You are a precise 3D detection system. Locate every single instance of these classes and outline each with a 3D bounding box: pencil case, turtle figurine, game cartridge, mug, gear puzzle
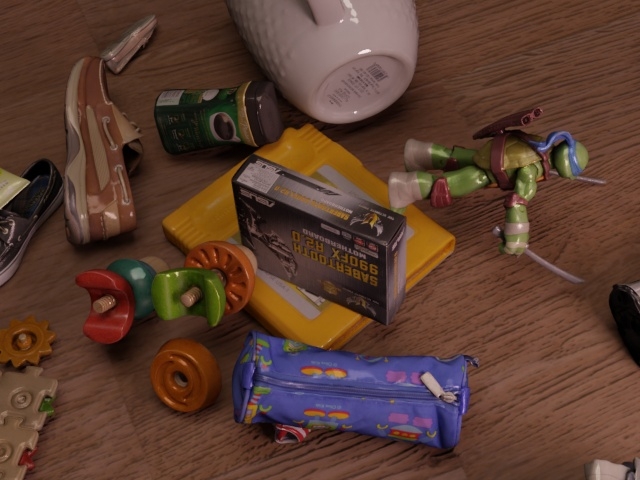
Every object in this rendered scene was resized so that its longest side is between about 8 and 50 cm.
[{"bbox_3d":[0.042,0.187,1.539,0.306,0.133,0.119,7,76,-5],"label":"pencil case"},{"bbox_3d":[0.245,-0.056,1.713,0.266,0.275,0.198,2,69,22],"label":"turtle figurine"},{"bbox_3d":[-0.019,-0.007,1.757,0.285,0.053,0.323,-39,63,-22],"label":"game cartridge"},{"bbox_3d":[-0.006,-0.373,1.823,0.276,0.374,0.328,-24,63,4],"label":"mug"},{"bbox_3d":[-0.439,0.240,1.613,0.175,0.044,0.339,7,53,9],"label":"gear puzzle"}]

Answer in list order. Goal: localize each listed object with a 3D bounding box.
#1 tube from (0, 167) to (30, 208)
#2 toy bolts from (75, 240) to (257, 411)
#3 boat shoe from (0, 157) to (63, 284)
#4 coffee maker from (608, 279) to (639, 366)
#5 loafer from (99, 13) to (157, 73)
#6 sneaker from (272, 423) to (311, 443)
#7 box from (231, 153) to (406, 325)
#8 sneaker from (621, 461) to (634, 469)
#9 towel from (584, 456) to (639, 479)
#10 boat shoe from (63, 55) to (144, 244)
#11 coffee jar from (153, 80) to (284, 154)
[{"bbox_3d":[-0.524,-0.100,1.806,0.240,0.070,0.062,30,18,37],"label":"tube"},{"bbox_3d":[-0.194,0.096,1.658,0.228,0.218,0.158,9,21,24],"label":"toy bolts"},{"bbox_3d":[-0.447,-0.027,1.776,0.080,0.076,0.228,25,59,19],"label":"boat shoe"},{"bbox_3d":[0.495,0.099,1.614,0.178,0.120,0.171,-27,58,-15],"label":"coffee maker"},{"bbox_3d":[-0.308,-0.321,2.006,0.045,0.039,0.125,4,43,47],"label":"loafer"},{"bbox_3d":[-0.061,0.220,1.603,0.118,0.042,0.067,26,57,17],"label":"sneaker"},{"bbox_3d":[0.000,0.000,1.611,0.231,0.183,0.056,24,58,19],"label":"box"},{"bbox_3d":[0.261,0.329,1.472,0.283,0.110,0.122,-28,55,-16],"label":"sneaker"},{"bbox_3d":[0.438,0.403,1.354,0.312,0.056,0.324,16,50,-23],"label":"towel"},{"bbox_3d":[-0.320,-0.135,1.831,0.116,0.123,0.324,-2,61,-7],"label":"boat shoe"},{"bbox_3d":[-0.149,-0.184,1.836,0.184,0.096,0.079,-3,32,17],"label":"coffee jar"}]
